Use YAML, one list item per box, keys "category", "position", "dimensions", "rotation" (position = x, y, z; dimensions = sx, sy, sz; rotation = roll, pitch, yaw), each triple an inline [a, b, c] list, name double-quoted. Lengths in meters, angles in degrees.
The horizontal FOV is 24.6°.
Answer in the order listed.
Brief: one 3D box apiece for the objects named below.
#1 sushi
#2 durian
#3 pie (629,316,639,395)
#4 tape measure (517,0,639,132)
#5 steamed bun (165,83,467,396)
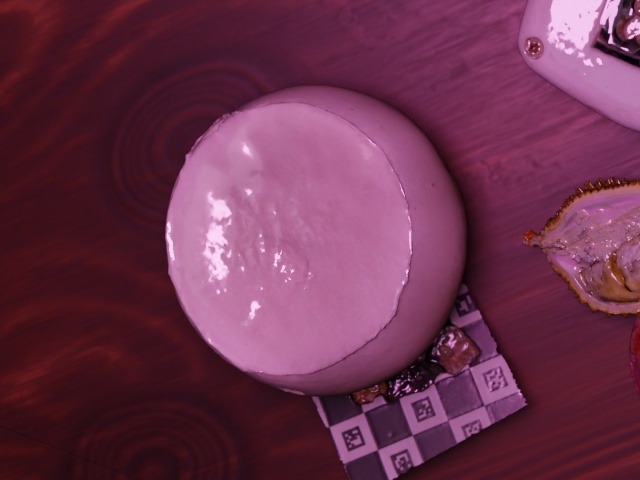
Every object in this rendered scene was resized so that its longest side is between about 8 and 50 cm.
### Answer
- category: "sushi"
  position: [0.099, 0.149, 1.620]
  dimensions: [0.215, 0.050, 0.192]
  rotation: [-30, 74, 15]
- category: "durian"
  position: [0.301, 0.006, 1.521]
  dimensions: [0.208, 0.102, 0.146]
  rotation: [0, 98, 40]
- category: "pie"
  position: [0.409, 0.118, 1.525]
  dimensions: [0.182, 0.049, 0.182]
  rotation: [4, 105, 14]
- category: "tape measure"
  position: [0.341, -0.238, 1.444]
  dimensions: [0.258, 0.130, 0.265]
  rotation: [20, 105, 10]
- category: "steamed bun"
  position: [0.000, 0.000, 1.537]
  dimensions: [0.324, 0.206, 0.324]
  rotation: [0, 90, 19]
